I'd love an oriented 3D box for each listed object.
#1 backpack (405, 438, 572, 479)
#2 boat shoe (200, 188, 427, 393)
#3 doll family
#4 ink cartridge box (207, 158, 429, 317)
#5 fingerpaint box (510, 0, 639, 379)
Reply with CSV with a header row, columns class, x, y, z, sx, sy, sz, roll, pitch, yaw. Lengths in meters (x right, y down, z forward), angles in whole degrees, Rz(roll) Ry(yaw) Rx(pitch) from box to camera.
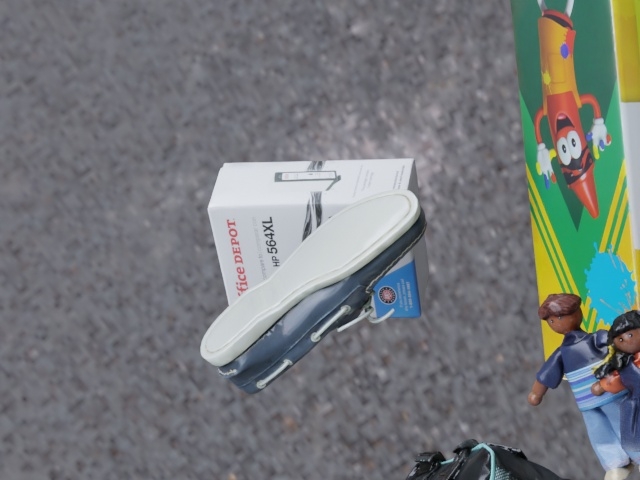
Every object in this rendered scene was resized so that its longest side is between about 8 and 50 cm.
class,x,y,z,sx,sy,sz,roll,pitch,yaw
backpack,0.111,0.257,1.285,0.188,0.144,0.166,-65,15,-22
boat shoe,0.005,0.052,1.678,0.254,0.079,0.095,-40,28,8
doll family,0.197,0.061,0.980,0.193,0.111,0.076,-27,4,19
ink cartridge box,0.000,0.000,1.822,0.203,0.148,0.086,-2,35,12
fingerpaint box,0.404,-0.086,1.596,0.445,0.371,0.163,-9,6,-26
